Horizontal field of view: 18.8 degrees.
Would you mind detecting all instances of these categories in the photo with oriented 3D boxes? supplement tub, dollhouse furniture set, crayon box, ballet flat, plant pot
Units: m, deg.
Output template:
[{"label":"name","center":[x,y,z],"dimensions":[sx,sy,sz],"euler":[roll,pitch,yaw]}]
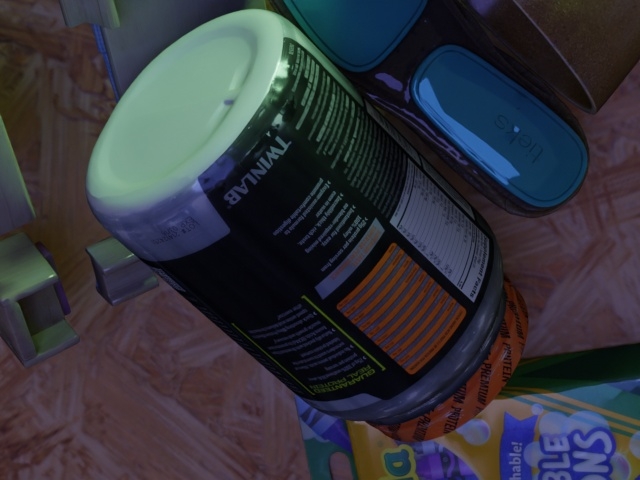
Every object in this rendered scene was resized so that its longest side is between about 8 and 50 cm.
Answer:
[{"label":"supplement tub","center":[0.000,0.000,1.393],"dimensions":[0.193,0.194,0.316],"euler":[-36,123,15]},{"label":"dollhouse furniture set","center":[-0.169,-0.118,1.501],"dimensions":[0.303,0.198,0.286],"euler":[-26,127,-17]},{"label":"crayon box","center":[0.148,0.205,1.544],"dimensions":[0.322,0.083,0.203],"euler":[-9,104,10]},{"label":"ballet flat","center":[0.060,-0.149,1.429],"dimensions":[0.342,0.124,0.116],"euler":[40,88,-14]},{"label":"plant pot","center":[0.201,-0.258,1.344],"dimensions":[0.254,0.237,0.237],"euler":[-43,97,3]}]
